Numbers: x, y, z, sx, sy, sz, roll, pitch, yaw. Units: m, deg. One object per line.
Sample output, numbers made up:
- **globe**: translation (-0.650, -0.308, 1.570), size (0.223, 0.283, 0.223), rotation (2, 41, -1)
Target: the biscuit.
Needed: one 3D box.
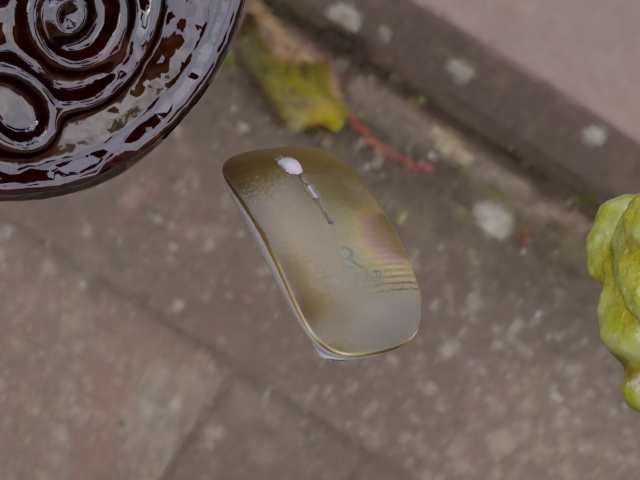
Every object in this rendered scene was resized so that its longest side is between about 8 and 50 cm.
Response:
- **biscuit**: translation (-0.241, -0.224, 1.538), size (0.407, 0.407, 0.091), rotation (2, 10, -25)

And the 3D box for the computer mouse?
- **computer mouse**: translation (0.000, 0.000, 1.733), size (0.126, 0.056, 0.245), rotation (-9, 52, -27)

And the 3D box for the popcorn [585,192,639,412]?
- **popcorn**: translation (0.289, 0.028, 1.260), size (0.241, 0.250, 0.235), rotation (-1, 50, 13)
